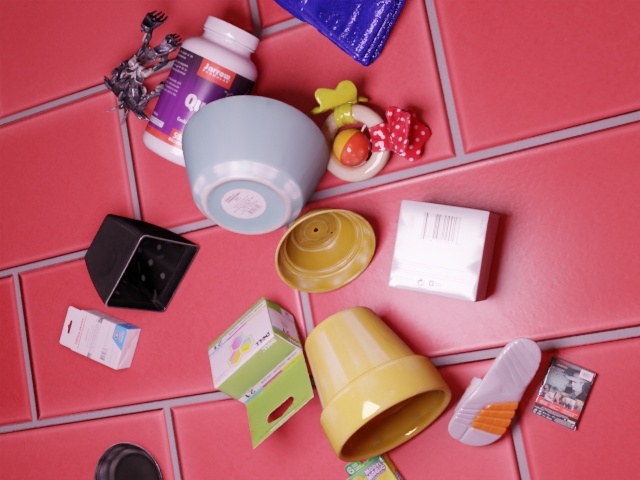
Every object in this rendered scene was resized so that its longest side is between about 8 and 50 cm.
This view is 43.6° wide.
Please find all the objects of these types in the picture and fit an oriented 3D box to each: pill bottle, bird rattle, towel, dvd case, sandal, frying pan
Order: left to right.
[{"bbox_3d":[-0.475,0.634,1.909,0.197,0.053,0.326,27,100,21],"label":"frying pan"},{"bbox_3d":[-0.257,-0.326,1.788,0.182,0.181,0.322,28,99,21],"label":"pill bottle"},{"bbox_3d":[0.031,-0.538,1.696,0.308,0.076,0.227,40,127,20],"label":"towel"},{"bbox_3d":[0.092,-0.221,1.697,0.254,0.143,0.206,32,112,8],"label":"bird rattle"},{"bbox_3d":[0.347,0.290,1.566,0.102,0.076,0.265,28,111,-2],"label":"sandal"},{"bbox_3d":[0.470,0.295,1.549,0.087,0.013,0.119,20,97,22],"label":"dvd case"}]

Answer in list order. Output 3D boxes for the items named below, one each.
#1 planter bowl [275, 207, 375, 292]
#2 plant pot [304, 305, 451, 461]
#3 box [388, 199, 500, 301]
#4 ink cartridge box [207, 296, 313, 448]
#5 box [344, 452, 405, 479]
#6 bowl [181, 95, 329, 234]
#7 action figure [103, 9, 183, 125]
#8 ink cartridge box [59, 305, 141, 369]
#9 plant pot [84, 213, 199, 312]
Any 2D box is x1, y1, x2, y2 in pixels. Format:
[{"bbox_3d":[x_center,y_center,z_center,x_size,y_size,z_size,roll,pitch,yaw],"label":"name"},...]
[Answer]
[{"bbox_3d":[0.000,0.000,1.691,0.217,0.217,0.090,-43,39,15],"label":"planter bowl"},{"bbox_3d":[0.092,0.273,1.598,0.254,0.254,0.239,-42,57,16],"label":"plant pot"},{"bbox_3d":[0.247,0.020,1.596,0.181,0.119,0.181,9,92,23],"label":"box"},{"bbox_3d":[-0.129,0.272,1.683,0.189,0.097,0.255,-43,33,16],"label":"ink cartridge box"},{"bbox_3d":[0.130,0.525,1.666,0.105,0.043,0.179,-41,72,16],"label":"box"},{"bbox_3d":[-0.141,-0.128,1.640,0.312,0.311,0.163,-15,48,21],"label":"bowl"},{"bbox_3d":[-0.406,-0.393,1.882,0.164,0.141,0.275,48,132,9],"label":"action figure"},{"bbox_3d":[-0.536,0.232,1.945,0.180,0.060,0.104,19,96,22],"label":"ink cartridge box"},{"bbox_3d":[-0.431,0.039,1.856,0.167,0.188,0.187,37,102,33],"label":"plant pot"}]
